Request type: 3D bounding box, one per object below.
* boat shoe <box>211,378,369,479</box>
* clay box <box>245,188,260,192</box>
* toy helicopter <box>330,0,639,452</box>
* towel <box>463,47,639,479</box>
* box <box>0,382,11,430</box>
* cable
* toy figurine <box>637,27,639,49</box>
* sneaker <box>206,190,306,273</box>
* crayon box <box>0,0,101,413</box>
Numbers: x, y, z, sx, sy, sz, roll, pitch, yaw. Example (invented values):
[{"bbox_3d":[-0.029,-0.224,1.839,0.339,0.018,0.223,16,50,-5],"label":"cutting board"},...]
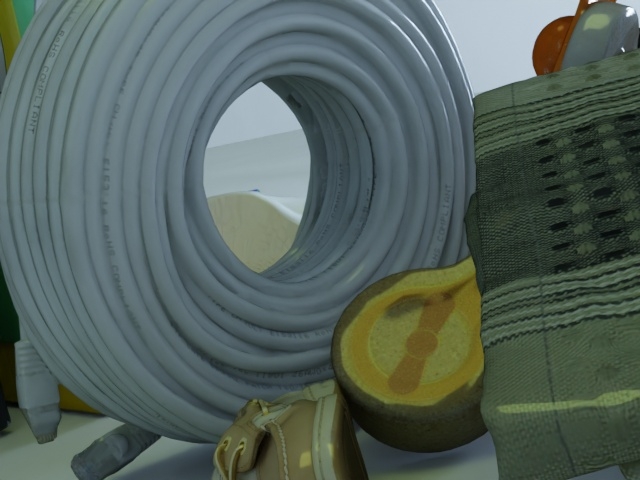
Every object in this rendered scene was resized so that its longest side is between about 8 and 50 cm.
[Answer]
[{"bbox_3d":[-0.012,0.091,0.577,0.059,0.063,0.170,-15,-1,-1],"label":"boat shoe"},{"bbox_3d":[-0.133,0.006,1.324,0.127,0.053,0.222,-11,8,13],"label":"clay box"},{"bbox_3d":[0.148,-0.030,0.714,0.355,0.140,0.235,-32,55,-15],"label":"toy helicopter"},{"bbox_3d":[0.203,-0.025,0.502,0.324,0.056,0.312,-13,21,11],"label":"towel"},{"bbox_3d":[-0.381,0.006,0.797,0.179,0.312,0.343,-3,13,45],"label":"box"},{"bbox_3d":[-0.033,-0.030,0.720,0.257,0.257,0.089,-21,18,-35],"label":"cable"},{"bbox_3d":[0.123,-0.040,0.927,0.213,0.148,0.209,-9,9,21],"label":"toy figurine"},{"bbox_3d":[0.000,0.000,1.133,0.212,0.080,0.094,1,8,19],"label":"sneaker"},{"bbox_3d":[-0.222,-0.083,0.981,0.106,0.363,0.313,-19,11,-39],"label":"crayon box"}]
